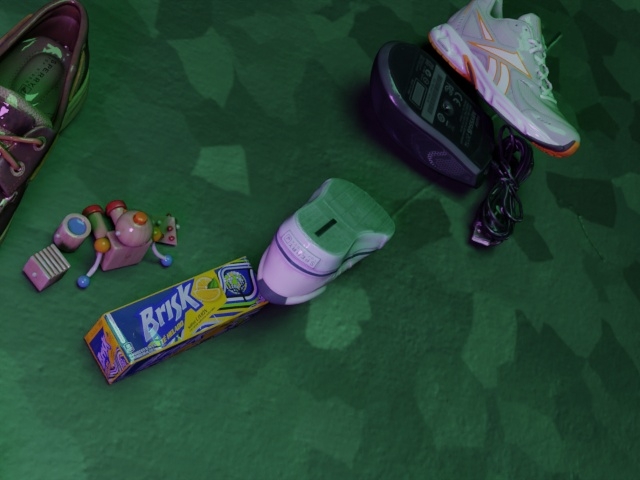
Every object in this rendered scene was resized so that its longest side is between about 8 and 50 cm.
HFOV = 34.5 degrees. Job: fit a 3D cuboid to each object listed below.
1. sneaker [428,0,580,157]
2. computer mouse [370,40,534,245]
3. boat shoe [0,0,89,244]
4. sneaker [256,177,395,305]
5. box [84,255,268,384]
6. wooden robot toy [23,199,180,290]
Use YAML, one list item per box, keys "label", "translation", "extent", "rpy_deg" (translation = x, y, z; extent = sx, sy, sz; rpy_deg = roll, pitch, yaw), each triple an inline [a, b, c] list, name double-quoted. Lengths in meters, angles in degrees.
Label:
- label: "sneaker"
  translation: [0.250, -0.218, 1.297]
  extent: [0.262, 0.121, 0.099]
  rpy_deg: [53, 16, 27]
- label: "computer mouse"
  translation: [0.147, -0.128, 1.275]
  extent: [0.272, 0.072, 0.188]
  rpy_deg: [43, 46, -20]
- label: "boat shoe"
  translation: [-0.299, -0.098, 0.929]
  extent: [0.123, 0.123, 0.342]
  rpy_deg: [32, 50, -7]
- label: "sneaker"
  translation: [0.000, 0.000, 1.080]
  extent: [0.094, 0.091, 0.258]
  rpy_deg: [47, 23, 8]
- label: "box"
  translation: [-0.134, 0.074, 0.981]
  extent: [0.169, 0.059, 0.054]
  rpy_deg: [-24, 78, -39]
- label: "wooden robot toy"
  translation: [-0.194, -0.011, 0.980]
  extent: [0.173, 0.079, 0.076]
  rpy_deg: [-15, 73, -38]
